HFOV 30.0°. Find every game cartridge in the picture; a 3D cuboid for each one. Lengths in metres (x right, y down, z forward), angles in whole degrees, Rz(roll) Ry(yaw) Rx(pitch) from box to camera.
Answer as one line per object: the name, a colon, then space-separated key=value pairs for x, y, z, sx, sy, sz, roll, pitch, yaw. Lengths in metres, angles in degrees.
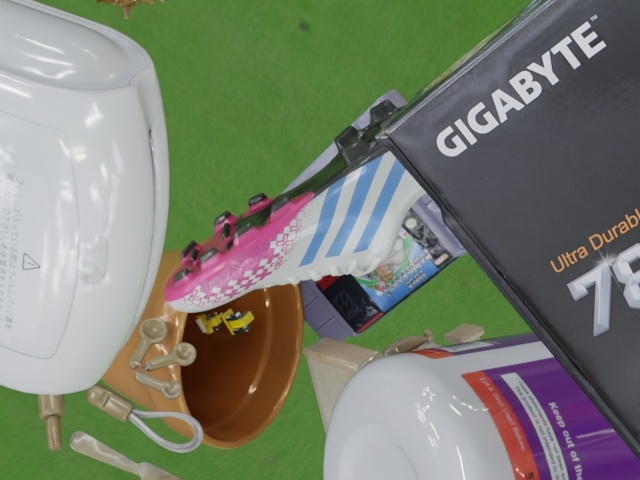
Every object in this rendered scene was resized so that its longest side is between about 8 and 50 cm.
game cartridge: x=0.057 y=-0.015 z=1.651 sx=0.230 sy=0.068 sz=0.355 roll=52 pitch=129 yaw=6

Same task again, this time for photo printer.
photo printer: x=-0.244 y=-0.045 z=0.755 sx=0.307 sy=0.107 sz=0.256 roll=19 pitch=125 yaw=7

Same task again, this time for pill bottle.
pill bottle: x=0.176 y=0.146 z=0.800 sx=0.322 sy=0.181 sz=0.182 roll=-6 pitch=81 yaw=-29

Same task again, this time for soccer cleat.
soccer cleat: x=0.000 y=0.000 z=1.203 sx=0.331 sy=0.116 sz=0.143 roll=-35 pitch=108 yaw=9

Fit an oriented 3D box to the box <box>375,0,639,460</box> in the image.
box: x=0.223 y=-0.022 z=0.511 sx=0.295 sy=0.073 sz=0.293 roll=-36 pitch=98 yaw=34

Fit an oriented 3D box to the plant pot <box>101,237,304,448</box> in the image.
plant pot: x=-0.184 y=0.130 z=1.674 sx=0.203 sy=0.291 sz=0.291 roll=7 pitch=82 yaw=33

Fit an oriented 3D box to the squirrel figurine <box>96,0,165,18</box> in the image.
squirrel figurine: x=-0.265 y=-0.421 z=1.265 sx=0.370 sy=0.397 sz=0.281 roll=-24 pitch=67 yaw=-6

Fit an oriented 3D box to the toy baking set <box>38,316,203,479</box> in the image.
toy baking set: x=-0.241 y=0.185 z=1.429 sx=0.196 sy=0.030 sz=0.256 roll=1 pitch=59 yaw=-14

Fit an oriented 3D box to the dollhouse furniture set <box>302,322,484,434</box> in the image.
dollhouse furniture set: x=0.171 y=0.166 z=1.654 sx=0.355 sy=0.303 sz=0.174 roll=-27 pitch=113 yaw=-33

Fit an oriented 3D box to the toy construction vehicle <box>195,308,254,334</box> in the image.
toy construction vehicle: x=-0.134 y=0.083 z=1.567 sx=0.035 sy=0.098 sz=0.086 roll=-40 pitch=105 yaw=-37
